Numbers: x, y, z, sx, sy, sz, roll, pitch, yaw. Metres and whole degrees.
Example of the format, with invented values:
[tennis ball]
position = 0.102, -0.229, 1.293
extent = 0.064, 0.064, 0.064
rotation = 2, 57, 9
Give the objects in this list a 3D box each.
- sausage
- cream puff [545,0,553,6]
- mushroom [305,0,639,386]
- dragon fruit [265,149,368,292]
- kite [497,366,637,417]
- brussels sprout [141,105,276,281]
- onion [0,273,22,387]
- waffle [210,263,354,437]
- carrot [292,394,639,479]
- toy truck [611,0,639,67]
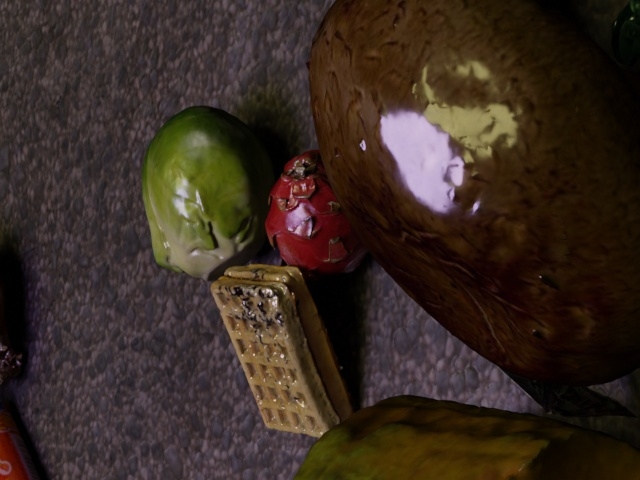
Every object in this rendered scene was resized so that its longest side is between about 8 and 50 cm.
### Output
[sausage]
position = -0.318, 0.291, 2.057
extent = 0.074, 0.074, 0.274
rotation = -60, 45, 33
[cream puff]
position = 0.123, -0.162, 1.445
extent = 0.119, 0.104, 0.133
rotation = -88, -15, -68
[mushroom]
position = 0.122, -0.044, 1.268
extent = 0.345, 0.239, 0.345
rotation = 28, 142, 24
[dragon fruit]
position = 0.000, 0.000, 1.643
extent = 0.190, 0.094, 0.094
rotation = 97, 153, -53
[kite]
position = 0.162, 0.096, 1.378
extent = 0.011, 0.139, 0.157
rotation = -63, 4, 18
[brussels sprout]
position = -0.098, -0.046, 1.736
extent = 0.155, 0.117, 0.155
rotation = 43, 143, 44
[onion]
position = -0.403, 0.110, 2.126
extent = 0.230, 0.163, 0.230
rotation = -160, 90, -79
[waffle]
position = -0.031, 0.092, 1.646
extent = 0.102, 0.042, 0.148
rotation = 5, 120, 54
[carrot]
position = 0.091, 0.231, 1.358
extent = 0.340, 0.241, 0.241
rotation = -2, 87, 53
[toy truck]
position = 0.235, -0.186, 1.318
extent = 0.080, 0.078, 0.154
rotation = 34, 115, 51
